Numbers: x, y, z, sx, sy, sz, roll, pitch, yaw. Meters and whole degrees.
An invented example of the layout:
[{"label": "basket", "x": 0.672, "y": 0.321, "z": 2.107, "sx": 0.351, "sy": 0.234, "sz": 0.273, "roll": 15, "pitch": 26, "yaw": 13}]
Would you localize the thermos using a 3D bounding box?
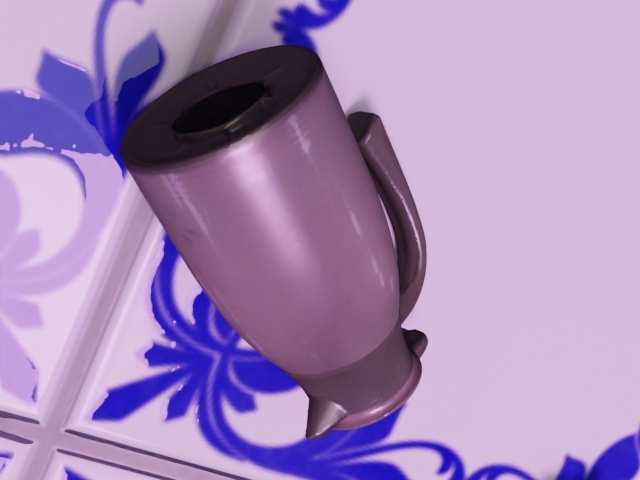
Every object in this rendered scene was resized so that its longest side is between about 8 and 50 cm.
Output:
[{"label": "thermos", "x": 0.000, "y": 0.000, "z": 0.665, "sx": 0.137, "sy": 0.105, "sz": 0.193, "roll": -49, "pitch": 124, "yaw": -35}]
